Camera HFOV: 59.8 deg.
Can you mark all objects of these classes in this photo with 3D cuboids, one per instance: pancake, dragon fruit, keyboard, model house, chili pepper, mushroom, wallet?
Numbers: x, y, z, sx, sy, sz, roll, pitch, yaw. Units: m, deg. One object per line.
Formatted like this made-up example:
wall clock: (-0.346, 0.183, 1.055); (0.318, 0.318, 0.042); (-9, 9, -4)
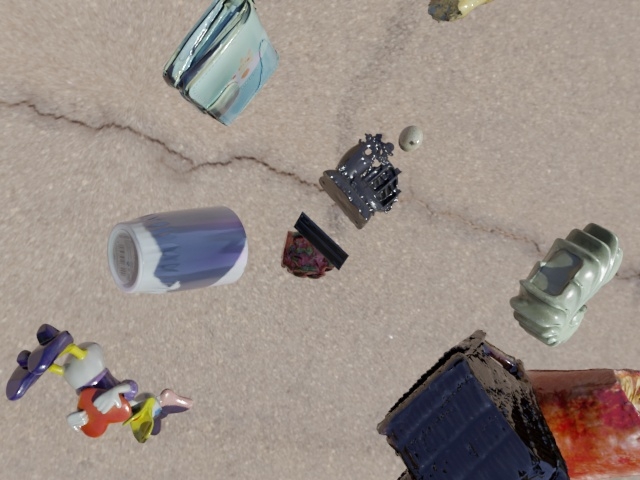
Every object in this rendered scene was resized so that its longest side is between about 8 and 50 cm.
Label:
pancake: (0.208, -0.419, 0.823); (0.266, 0.244, 0.057); (-40, 133, -15)
dragon fruit: (-0.032, 0.039, 1.744); (0.171, 0.160, 0.167); (14, 101, -8)
keyboard: (0.000, 0.000, 1.614); (0.010, 0.198, 0.064); (-19, 147, -52)
model house: (0.198, 0.316, 0.891); (0.282, 0.297, 0.317); (33, 105, -29)
chili pepper: (0.493, 0.325, 1.038); (0.305, 0.229, 0.251); (-28, 113, 38)
mushroom: (0.286, -0.310, 1.718); (0.079, 0.085, 0.085); (16, 99, -37)
wallet: (-0.149, -0.282, 0.899); (0.075, 0.250, 0.176); (41, 93, 3)

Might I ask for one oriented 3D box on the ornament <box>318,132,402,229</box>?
ornament: (0.158, -0.201, 1.792); (0.260, 0.106, 0.251); (-37, 86, -15)

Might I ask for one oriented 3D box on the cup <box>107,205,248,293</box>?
cup: (-0.420, 0.033, 1.672); (0.371, 0.253, 0.254); (-10, 109, -47)

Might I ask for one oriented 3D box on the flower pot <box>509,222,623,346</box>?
flower pot: (0.715, 0.119, 1.602); (0.368, 0.164, 0.254); (-50, 137, -2)

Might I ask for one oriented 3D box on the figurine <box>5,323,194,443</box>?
figurine: (-0.480, 0.336, 1.243); (0.154, 0.193, 0.421); (-37, 119, 9)
